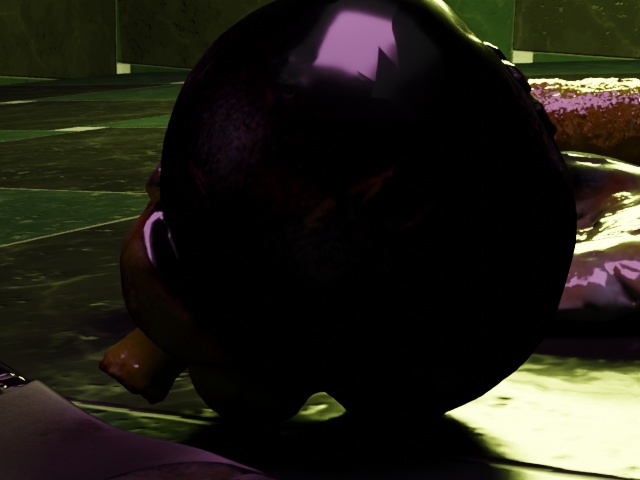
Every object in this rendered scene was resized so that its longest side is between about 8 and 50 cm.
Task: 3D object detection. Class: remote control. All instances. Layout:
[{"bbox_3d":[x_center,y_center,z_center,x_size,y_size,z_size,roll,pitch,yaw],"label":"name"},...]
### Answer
[{"bbox_3d":[-0.075,0.054,0.363,0.059,0.028,0.212,-7,10,-34],"label":"remote control"}]

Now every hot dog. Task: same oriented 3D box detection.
[{"bbox_3d":[0.146,-0.080,1.038,0.289,0.068,0.083,-1,16,3],"label":"hot dog"}]

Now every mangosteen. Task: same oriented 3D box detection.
[{"bbox_3d":[0.000,0.000,0.430,0.151,0.137,0.137,-34,5,8],"label":"mangosteen"}]

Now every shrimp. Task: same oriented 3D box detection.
[{"bbox_3d":[0.089,-0.007,0.641,0.144,0.052,0.251,-11,9,-8],"label":"shrimp"}]

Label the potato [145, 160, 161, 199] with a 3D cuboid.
[{"bbox_3d":[-0.007,-0.027,0.673,0.122,0.061,0.086,-27,22,-26],"label":"potato"}]
